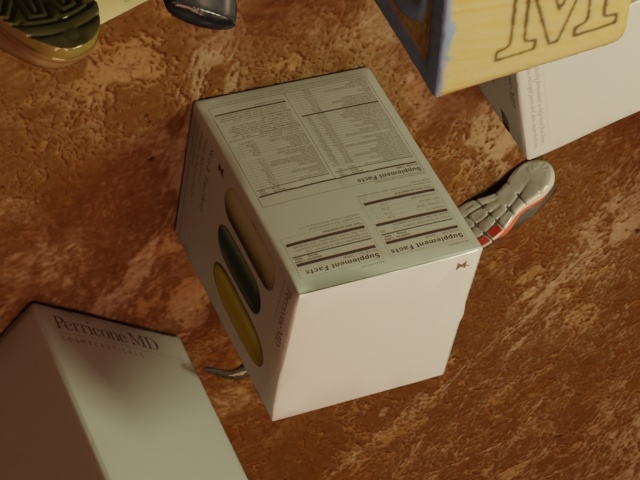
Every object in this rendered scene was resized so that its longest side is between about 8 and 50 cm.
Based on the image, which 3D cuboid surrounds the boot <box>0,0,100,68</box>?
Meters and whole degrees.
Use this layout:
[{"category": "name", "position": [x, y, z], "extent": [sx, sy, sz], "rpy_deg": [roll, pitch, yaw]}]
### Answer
[{"category": "boot", "position": [-0.279, -0.133, 1.599], "extent": [0.089, 0.236, 0.269], "rpy_deg": [-25, 146, -35]}]

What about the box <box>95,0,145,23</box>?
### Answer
[{"category": "box", "position": [-0.138, -0.328, 1.536], "extent": [0.213, 0.117, 0.243], "rpy_deg": [-27, 146, -3]}]

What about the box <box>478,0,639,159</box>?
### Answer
[{"category": "box", "position": [0.258, -0.208, 1.971], "extent": [0.182, 0.119, 0.181], "rpy_deg": [-24, 145, -7]}]

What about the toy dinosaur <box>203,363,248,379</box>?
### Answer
[{"category": "toy dinosaur", "position": [0.004, 0.073, 2.180], "extent": [0.313, 0.121, 0.160], "rpy_deg": [-9, 129, -20]}]

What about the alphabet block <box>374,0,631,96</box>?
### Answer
[{"category": "alphabet block", "position": [0.159, -0.278, 1.750], "extent": [0.197, 0.192, 0.193], "rpy_deg": [-17, 146, -15]}]

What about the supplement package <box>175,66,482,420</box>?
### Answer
[{"category": "supplement package", "position": [0.000, 0.000, 1.923], "extent": [0.198, 0.263, 0.199], "rpy_deg": [-13, 142, -22]}]

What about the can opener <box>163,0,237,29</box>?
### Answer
[{"category": "can opener", "position": [-0.131, -0.229, 1.514], "extent": [0.186, 0.073, 0.059], "rpy_deg": [23, 129, -39]}]

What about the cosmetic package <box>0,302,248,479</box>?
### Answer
[{"category": "cosmetic package", "position": [-0.188, 0.298, 1.999], "extent": [0.230, 0.453, 0.161], "rpy_deg": [17, 125, -47]}]

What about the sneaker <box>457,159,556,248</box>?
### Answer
[{"category": "sneaker", "position": [0.212, -0.026, 2.225], "extent": [0.158, 0.061, 0.065], "rpy_deg": [-35, 152, 9]}]
